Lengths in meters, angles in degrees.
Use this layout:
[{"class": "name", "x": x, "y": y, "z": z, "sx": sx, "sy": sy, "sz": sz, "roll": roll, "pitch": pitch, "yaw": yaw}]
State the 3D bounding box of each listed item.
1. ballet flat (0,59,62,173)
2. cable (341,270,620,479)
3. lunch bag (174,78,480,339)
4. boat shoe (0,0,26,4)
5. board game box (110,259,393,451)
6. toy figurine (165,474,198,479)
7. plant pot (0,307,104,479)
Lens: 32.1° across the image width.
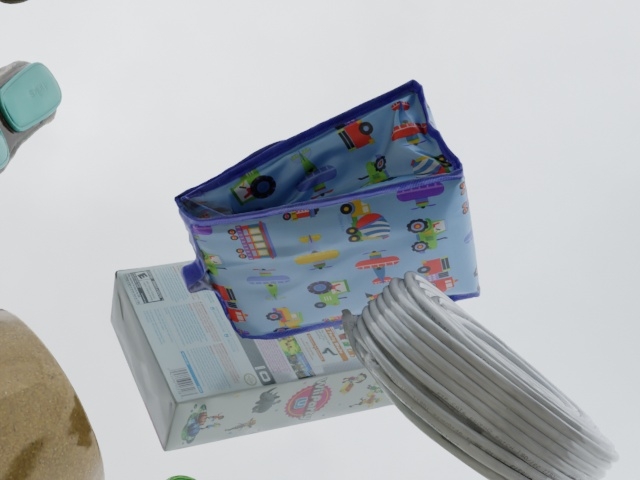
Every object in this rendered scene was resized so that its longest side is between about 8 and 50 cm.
[{"class": "ballet flat", "x": -0.378, "y": -0.114, "z": 1.190, "sx": 0.106, "sy": 0.316, "sz": 0.108, "roll": -20, "pitch": -78, "yaw": 16}, {"class": "cable", "x": 0.143, "y": 0.134, "z": 0.973, "sx": 0.257, "sy": 0.257, "sz": 0.089, "roll": 37, "pitch": -85, "yaw": -8}, {"class": "lunch bag", "x": 0.000, "y": 0.000, "z": 1.141, "sx": 0.293, "sy": 0.221, "sz": 0.138, "roll": -20, "pitch": -127, "yaw": -2}, {"class": "boat shoe", "x": -0.144, "y": -0.132, "z": 0.451, "sx": 0.228, "sy": 0.076, "sz": 0.080, "roll": 6, "pitch": -129, "yaw": 36}, {"class": "board game box", "x": -0.075, "y": 0.118, "z": 1.347, "sx": 0.224, "sy": 0.303, "sz": 0.098, "roll": 59, "pitch": -34, "yaw": 40}, {"class": "toy figurine", "x": -0.140, "y": 0.289, "z": 0.832, "sx": 0.159, "sy": 0.130, "sz": 0.173, "roll": -31, "pitch": -129, "yaw": 14}, {"class": "plant pot", "x": -0.244, "y": 0.139, "z": 0.537, "sx": 0.237, "sy": 0.254, "sz": 0.237, "roll": 35, "pitch": -39, "yaw": 35}]
